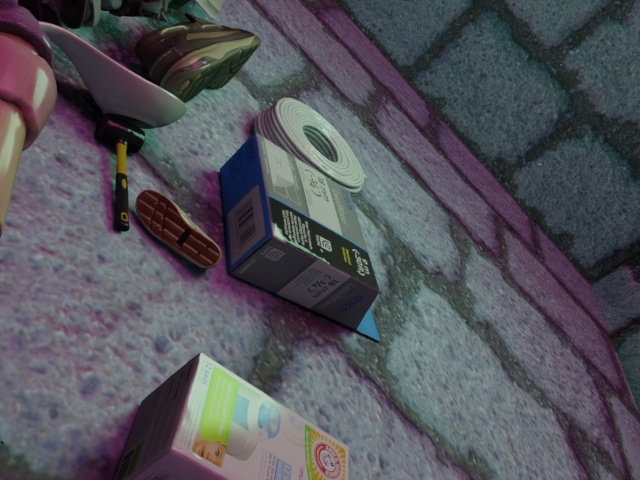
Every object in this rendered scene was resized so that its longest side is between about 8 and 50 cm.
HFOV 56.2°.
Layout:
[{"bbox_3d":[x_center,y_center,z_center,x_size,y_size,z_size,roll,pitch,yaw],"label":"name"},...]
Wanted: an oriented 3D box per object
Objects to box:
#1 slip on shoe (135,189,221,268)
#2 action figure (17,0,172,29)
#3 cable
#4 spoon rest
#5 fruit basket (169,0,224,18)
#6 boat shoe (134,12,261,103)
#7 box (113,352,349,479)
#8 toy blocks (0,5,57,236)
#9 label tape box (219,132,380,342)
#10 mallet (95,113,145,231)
[{"bbox_3d":[-0.188,-0.013,0.794,0.135,0.051,0.041,38,-13,-6],"label":"slip on shoe"},{"bbox_3d":[-0.342,-0.386,0.940,0.185,0.099,0.285,7,29,6],"label":"action figure"},{"bbox_3d":[-0.021,-0.178,1.221,0.257,0.089,0.257,46,26,-8],"label":"cable"},{"bbox_3d":[-0.306,-0.220,0.806,0.276,0.137,0.084,14,86,-46],"label":"spoon rest"},{"bbox_3d":[-0.312,-0.620,1.229,0.327,0.165,0.353,52,12,-28],"label":"fruit basket"},{"bbox_3d":[-0.218,-0.363,1.115,0.130,0.132,0.355,46,25,-8],"label":"boat shoe"},{"bbox_3d":[-0.077,0.222,0.576,0.203,0.103,0.114,39,28,-21],"label":"box"},{"bbox_3d":[-0.356,-0.095,0.358,0.309,0.288,0.260,25,41,-37],"label":"toy blocks"},{"bbox_3d":[0.000,0.000,0.997,0.333,0.106,0.241,29,33,-36],"label":"label tape box"},{"bbox_3d":[-0.269,-0.093,0.783,0.062,0.039,0.190,29,37,-35],"label":"mallet"}]
